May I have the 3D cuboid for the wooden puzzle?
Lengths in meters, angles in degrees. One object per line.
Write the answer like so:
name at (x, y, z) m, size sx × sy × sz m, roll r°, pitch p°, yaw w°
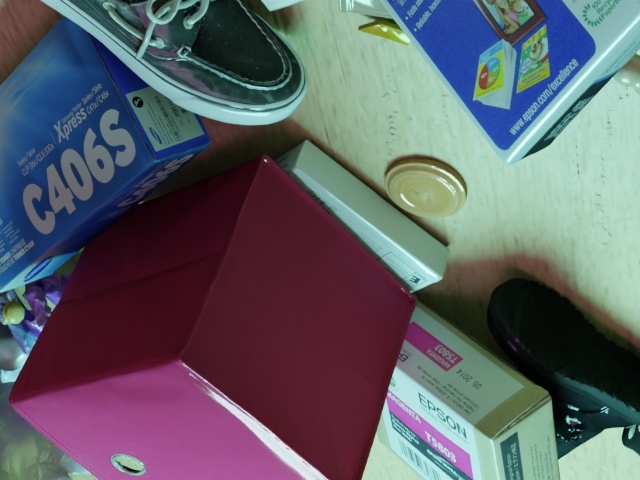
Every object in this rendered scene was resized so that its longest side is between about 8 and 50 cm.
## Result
wooden puzzle at (0.051, -0.218, 1.248) m, size 0.078 × 0.014 × 0.116 m, roll 11°, pitch 144°, yaw 4°

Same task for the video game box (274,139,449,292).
video game box at (0.000, 0.000, 1.527) m, size 0.205 × 0.048 × 0.187 m, roll 37°, pitch 139°, yaw -23°

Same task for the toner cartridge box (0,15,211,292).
toner cartridge box at (-0.256, -0.087, 1.438) m, size 0.348 × 0.075 × 0.165 m, roll -34°, pitch 81°, yaw 48°

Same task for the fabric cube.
fabric cube at (-0.102, 0.113, 1.463) m, size 0.258 × 0.259 × 0.254 m, roll -16°, pitch 130°, yaw 40°

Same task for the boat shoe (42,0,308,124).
boat shoe at (-0.135, -0.212, 1.256) m, size 0.306 × 0.113 × 0.105 m, roll 37°, pitch 156°, yaw -9°

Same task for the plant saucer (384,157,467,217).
plant saucer at (0.104, -0.049, 1.443) m, size 0.083 × 0.013 × 0.083 m, roll 13°, pitch 143°, yaw 10°

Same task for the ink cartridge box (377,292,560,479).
ink cartridge box at (0.147, 0.193, 1.562) m, size 0.234 × 0.088 × 0.193 m, roll 37°, pitch 152°, yaw 44°

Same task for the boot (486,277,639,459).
boot at (0.225, 0.156, 1.587) m, size 0.246 × 0.094 × 0.207 m, roll 32°, pitch 141°, yaw -21°

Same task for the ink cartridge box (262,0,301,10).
ink cartridge box at (-0.048, -0.251, 1.235) m, size 0.063 × 0.029 × 0.115 m, roll -12°, pitch 133°, yaw 36°

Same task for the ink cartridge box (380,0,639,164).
ink cartridge box at (0.134, -0.258, 1.057) m, size 0.307 × 0.072 × 0.303 m, roll 56°, pitch 145°, yaw 12°

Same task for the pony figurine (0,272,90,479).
pony figurine at (-0.359, 0.116, 1.689) m, size 0.351 × 0.303 × 0.363 m, roll -6°, pitch 129°, yaw 52°

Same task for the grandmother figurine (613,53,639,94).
grandmother figurine at (0.328, -0.149, 1.143) m, size 0.208 × 0.104 × 0.342 m, roll -9°, pitch 134°, yaw 45°

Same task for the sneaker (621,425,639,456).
sneaker at (0.459, 0.281, 1.645) m, size 0.121 × 0.108 × 0.302 m, roll -21°, pitch 120°, yaw 43°
